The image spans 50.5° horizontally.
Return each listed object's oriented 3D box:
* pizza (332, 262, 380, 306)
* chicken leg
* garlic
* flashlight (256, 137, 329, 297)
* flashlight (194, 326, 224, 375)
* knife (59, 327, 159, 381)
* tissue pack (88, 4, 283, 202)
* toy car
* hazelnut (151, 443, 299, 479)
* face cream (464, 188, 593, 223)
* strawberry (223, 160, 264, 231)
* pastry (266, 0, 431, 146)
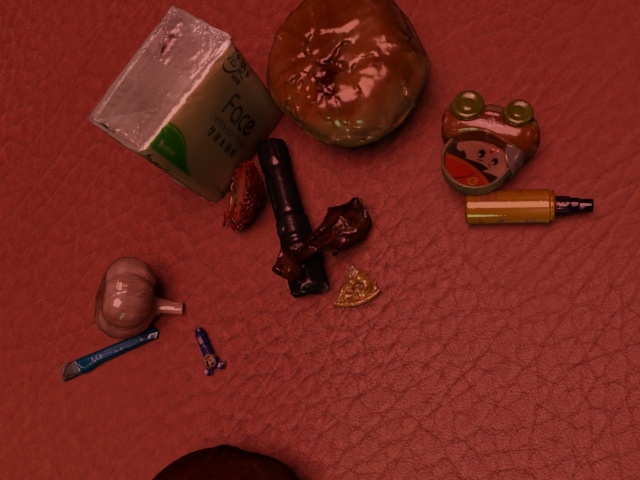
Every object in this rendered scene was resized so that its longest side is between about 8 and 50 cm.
[{"bbox_3d":[0.076,0.104,1.619,0.123,0.026,0.108,-19,69,12],"label":"pizza"},{"bbox_3d":[0.000,0.000,1.568,0.304,0.093,0.113,-32,101,-35],"label":"chicken leg"},{"bbox_3d":[-0.452,0.154,1.708,0.212,0.219,0.218,14,77,-22],"label":"garlic"},{"bbox_3d":[-0.077,-0.065,1.671,0.103,0.103,0.423,-20,71,11],"label":"flashlight"},{"bbox_3d":[-0.282,0.270,1.675,0.057,0.035,0.121,-29,70,8],"label":"flashlight"},{"bbox_3d":[-0.548,0.294,1.755,0.297,0.026,0.044,-23,74,7],"label":"knife"},{"bbox_3d":[-0.299,-0.304,1.636,0.205,0.405,0.331,35,88,18],"label":"tissue pack"},{"bbox_3d":[0.372,-0.203,1.538,0.235,0.145,0.234,-4,69,12],"label":"toy car"},{"bbox_3d":[-0.210,0.628,1.410,0.421,0.352,0.420,-8,39,7],"label":"hazelnut"},{"bbox_3d":[0.466,-0.076,1.524,0.274,0.078,0.078,0,76,16],"label":"face cream"},{"bbox_3d":[-0.175,-0.104,1.674,0.087,0.208,0.167,8,84,-18],"label":"strawberry"},{"bbox_3d":[0.069,-0.416,1.639,0.410,0.245,0.409,-4,77,18],"label":"pastry"}]
